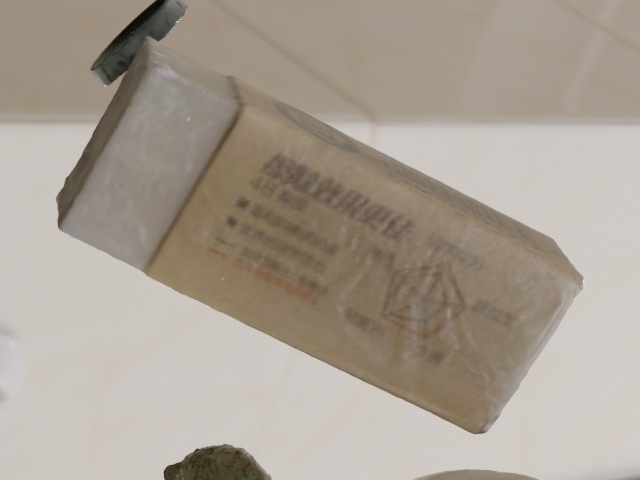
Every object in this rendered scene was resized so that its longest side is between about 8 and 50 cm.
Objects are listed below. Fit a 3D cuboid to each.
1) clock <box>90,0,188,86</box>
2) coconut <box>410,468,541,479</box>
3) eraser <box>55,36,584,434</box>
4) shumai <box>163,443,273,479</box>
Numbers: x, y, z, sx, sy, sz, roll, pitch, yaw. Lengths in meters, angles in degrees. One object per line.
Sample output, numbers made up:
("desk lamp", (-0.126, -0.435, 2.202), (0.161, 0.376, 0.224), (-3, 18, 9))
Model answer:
("clock", (-0.130, -0.144, 1.418), (0.017, 0.085, 0.085), (46, -47, -14))
("coconut", (0.085, 0.311, 1.448), (0.329, 0.329, 0.329), (3, -86, 45))
("eraser", (0.000, 0.000, 1.365), (0.144, 0.343, 0.078), (-59, -162, 14))
("shumai", (-0.058, 0.261, 1.750), (0.184, 0.142, 0.184), (3, -83, 23))
